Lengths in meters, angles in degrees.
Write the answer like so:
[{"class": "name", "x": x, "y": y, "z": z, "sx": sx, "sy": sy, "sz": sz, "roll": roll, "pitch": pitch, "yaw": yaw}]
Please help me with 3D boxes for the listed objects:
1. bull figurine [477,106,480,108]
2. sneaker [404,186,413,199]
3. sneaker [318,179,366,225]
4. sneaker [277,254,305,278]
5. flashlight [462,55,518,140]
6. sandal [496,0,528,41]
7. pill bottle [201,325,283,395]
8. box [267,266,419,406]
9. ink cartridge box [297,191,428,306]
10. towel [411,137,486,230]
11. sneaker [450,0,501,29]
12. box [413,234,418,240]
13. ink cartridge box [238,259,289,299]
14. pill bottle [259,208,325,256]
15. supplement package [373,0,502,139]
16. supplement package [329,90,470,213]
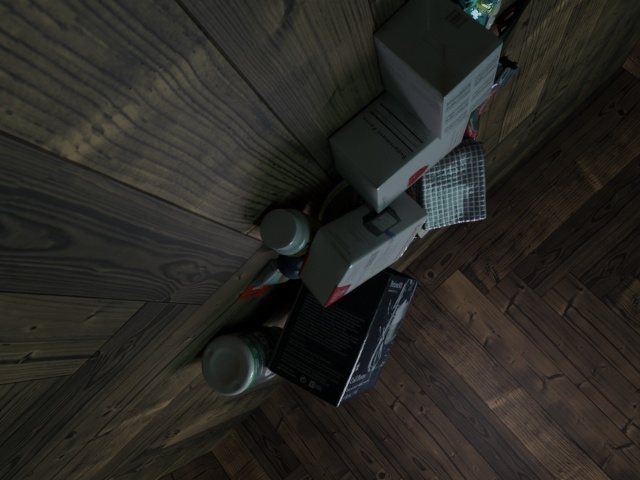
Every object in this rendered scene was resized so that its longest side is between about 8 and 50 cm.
[{"class": "bull figurine", "x": 0.335, "y": -0.332, "z": 1.406, "sx": 0.310, "sy": 0.101, "sz": 0.188, "roll": -51, "pitch": 157, "yaw": 18}, {"class": "sneaker", "x": 0.317, "y": -0.106, "z": 1.761, "sx": 0.321, "sy": 0.180, "sz": 0.124, "roll": -47, "pitch": 162, "yaw": 15}, {"class": "sneaker", "x": 0.117, "y": -0.127, "z": 1.376, "sx": 0.300, "sy": 0.121, "sz": 0.111, "roll": -43, "pitch": 162, "yaw": 1}, {"class": "sneaker", "x": 0.000, "y": 0.000, "z": 1.437, "sx": 0.319, "sy": 0.112, "sz": 0.131, "roll": -37, "pitch": 173, "yaw": -44}, {"class": "flashlight", "x": 0.518, "y": -0.442, "z": 1.546, "sx": 0.103, "sy": 0.103, "sz": 0.304, "roll": -63, "pitch": 180, "yaw": -44}, {"class": "sandal", "x": 0.501, "y": -0.589, "z": 1.269, "sx": 0.179, "sy": 0.040, "sz": 0.067, "roll": -57, "pitch": 168, "yaw": -1}, {"class": "pill bottle", "x": -0.247, "y": 0.420, "z": 1.750, "sx": 0.204, "sy": 0.204, "sz": 0.361, "roll": -47, "pitch": 163, "yaw": 15}, {"class": "box", "x": 0.107, "y": 0.298, "z": 1.783, "sx": 0.480, "sy": 0.297, "sz": 0.471, "roll": 17, "pitch": 94, "yaw": -67}, {"class": "ink cartridge box", "x": 0.111, "y": 0.015, "z": 1.286, "sx": 0.306, "sy": 0.131, "sz": 0.226, "roll": -30, "pitch": 158, "yaw": -35}, {"class": "towel", "x": 0.427, "y": -0.177, "z": 1.598, "sx": 0.235, "sy": 0.121, "sz": 0.283, "roll": -15, "pitch": 115, "yaw": -5}, {"class": "sneaker", "x": 0.311, "y": -0.495, "z": 0.968, "sx": 0.110, "sy": 0.107, "sz": 0.275, "roll": -30, "pitch": 161, "yaw": -7}, {"class": "box", "x": 0.224, "y": -0.004, "z": 1.784, "sx": 0.175, "sy": 0.051, "sz": 0.220, "roll": 10, "pitch": 154, "yaw": -25}, {"class": "ink cartridge box", "x": -0.161, "y": 0.134, "z": 1.525, "sx": 0.179, "sy": 0.045, "sz": 0.145, "roll": -51, "pitch": 161, "yaw": 17}, {"class": "pill bottle", "x": -0.067, "y": -0.018, "z": 1.240, "sx": 0.119, "sy": 0.119, "sz": 0.208, "roll": -46, "pitch": 163, "yaw": 10}, {"class": "supplement package", "x": 0.234, "y": -0.351, "z": 0.973, "sx": 0.149, "sy": 0.194, "sz": 0.203, "roll": -42, "pitch": 163, "yaw": 2}, {"class": "supplement package", "x": 0.190, "y": -0.241, "z": 1.170, "sx": 0.293, "sy": 0.175, "sz": 0.177, "roll": -41, "pitch": 164, "yaw": -5}]
